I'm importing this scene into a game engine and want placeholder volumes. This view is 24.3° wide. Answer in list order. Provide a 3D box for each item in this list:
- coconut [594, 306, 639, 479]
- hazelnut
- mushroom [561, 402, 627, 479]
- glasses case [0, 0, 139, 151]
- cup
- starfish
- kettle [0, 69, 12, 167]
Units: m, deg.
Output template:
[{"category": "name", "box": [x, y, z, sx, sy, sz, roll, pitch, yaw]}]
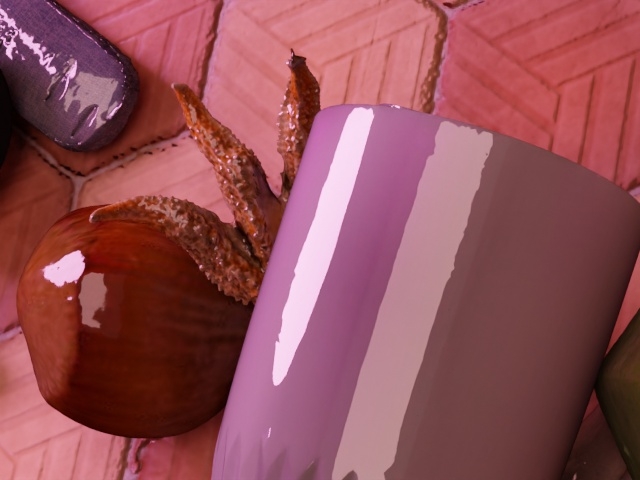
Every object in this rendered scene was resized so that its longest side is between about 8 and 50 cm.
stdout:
[{"category": "coconut", "box": [0.353, 0.127, 1.058, 0.329, 0.281, 0.328, -1, 95, -17]}, {"category": "hazelnut", "box": [-0.157, 0.059, 1.276, 0.210, 0.186, 0.210, -17, 54, 25]}, {"category": "mushroom", "box": [0.227, 0.172, 1.205, 0.059, 0.054, 0.202, 34, 82, 16]}, {"category": "glasses case", "box": [-0.289, -0.190, 1.441, 0.282, 0.067, 0.109, 39, 97, 23]}, {"category": "cup", "box": [0.067, 0.098, 1.057, 0.253, 0.253, 0.371, 15, 80, 20]}, {"category": "starfish", "box": [-0.018, -0.014, 1.204, 0.301, 0.084, 0.293, -38, 109, -5]}, {"category": "kettle", "box": [-0.455, -0.156, 1.399, 0.207, 0.250, 0.271, -44, 45, -17]}]
